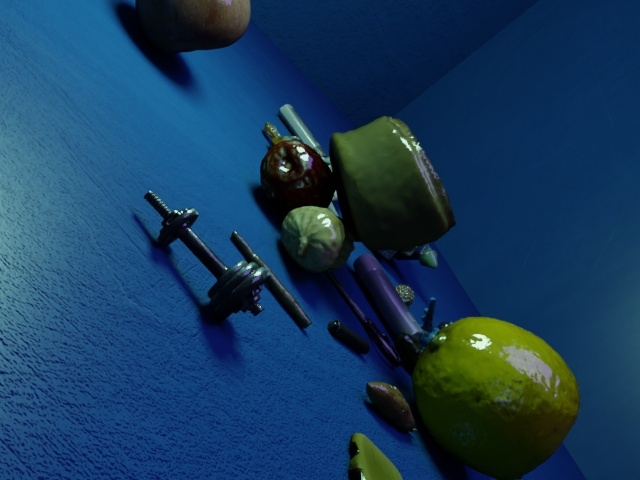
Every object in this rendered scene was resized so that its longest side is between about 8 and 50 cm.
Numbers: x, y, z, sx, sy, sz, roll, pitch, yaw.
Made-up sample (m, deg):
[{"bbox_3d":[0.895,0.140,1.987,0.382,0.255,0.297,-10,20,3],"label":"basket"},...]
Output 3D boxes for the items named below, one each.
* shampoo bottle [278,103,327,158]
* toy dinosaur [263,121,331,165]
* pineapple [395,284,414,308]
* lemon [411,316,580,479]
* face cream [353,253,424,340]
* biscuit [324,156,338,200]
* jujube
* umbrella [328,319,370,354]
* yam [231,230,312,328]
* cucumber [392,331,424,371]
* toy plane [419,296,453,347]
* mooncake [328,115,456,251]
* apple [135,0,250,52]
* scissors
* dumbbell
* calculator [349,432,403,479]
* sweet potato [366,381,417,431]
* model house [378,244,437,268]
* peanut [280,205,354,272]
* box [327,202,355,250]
[{"bbox_3d":[-0.063,-0.371,2.623,0.227,0.056,0.086,55,5,11],"label":"shampoo bottle"},{"bbox_3d":[-0.044,-0.223,2.167,0.206,0.092,0.393,26,22,-32],"label":"toy dinosaur"},{"bbox_3d":[0.233,0.180,2.183,0.074,0.074,0.159,51,18,-6],"label":"pineapple"},{"bbox_3d":[0.367,0.328,1.684,0.364,0.364,0.364,48,14,-16],"label":"lemon"},{"bbox_3d":[0.182,0.161,2.043,0.269,0.073,0.107,59,3,26],"label":"face cream"},{"bbox_3d":[0.046,-0.211,2.482,0.426,0.079,0.144,-39,108,-76],"label":"biscuit"},{"bbox_3d":[-0.052,-0.147,1.822,0.183,0.183,0.243,57,-3,19],"label":"jujube"},{"bbox_3d":[0.062,0.207,1.618,0.036,0.031,0.133,28,-10,49],"label":"umbrella"},{"bbox_3d":[-0.097,0.076,1.443,0.234,0.029,0.027,50,-14,-2],"label":"yam"},{"bbox_3d":[0.259,0.316,1.917,0.227,0.069,0.069,50,13,-23],"label":"cucumber"},{"bbox_3d":[0.312,0.271,2.066,0.271,0.105,0.254,-118,-159,-81],"label":"toy plane"},{"bbox_3d":[0.170,-0.099,1.817,0.393,0.246,0.394,68,1,-47],"label":"mooncake"},{"bbox_3d":[-0.312,-0.583,1.834,0.305,0.306,0.235,-78,162,-73],"label":"apple"},{"bbox_3d":[0.102,0.183,1.833,0.300,0.022,0.109,54,10,6],"label":"scissors"},{"bbox_3d":[-0.181,0.020,1.156,0.254,0.110,0.110,47,13,2],"label":"dumbbell"},{"bbox_3d":[0.102,0.410,1.228,0.157,0.033,0.236,47,13,-18],"label":"calculator"},{"bbox_3d":[0.151,0.338,1.525,0.206,0.060,0.068,55,44,-35],"label":"sweet potato"},{"bbox_3d":[0.284,-0.050,2.548,0.312,0.245,0.280,31,17,-41],"label":"model house"},{"bbox_3d":[-0.007,-0.007,1.704,0.159,0.143,0.291,48,8,8],"label":"peanut"},{"bbox_3d":[-0.005,-0.069,2.024,0.149,0.067,0.233,42,17,-47],"label":"box"}]
